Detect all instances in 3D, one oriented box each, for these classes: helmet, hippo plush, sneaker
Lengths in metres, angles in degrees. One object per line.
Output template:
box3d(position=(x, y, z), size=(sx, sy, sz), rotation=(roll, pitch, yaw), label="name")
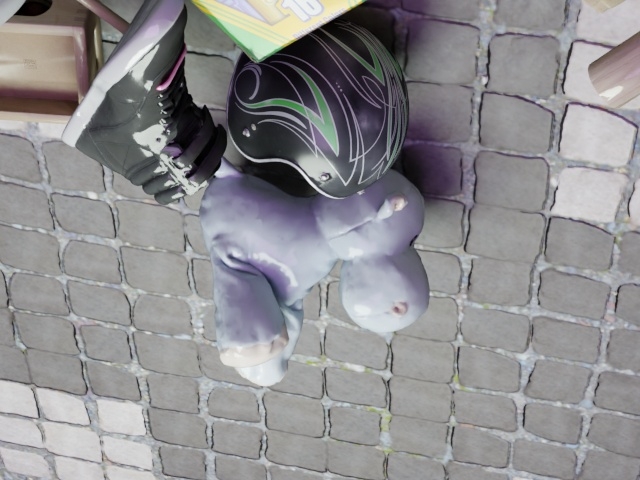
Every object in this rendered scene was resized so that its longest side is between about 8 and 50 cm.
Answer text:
box3d(position=(0.008, -0.131, 1.537), size=(0.161, 0.169, 0.169), rotation=(19, 144, 28), label="helmet")
box3d(position=(0.000, 0.000, 1.706), size=(0.237, 0.234, 0.294), rotation=(-10, 92, 5), label="hippo plush")
box3d(position=(-0.139, -0.131, 1.477), size=(0.147, 0.104, 0.296), rotation=(34, 152, -7), label="sneaker")

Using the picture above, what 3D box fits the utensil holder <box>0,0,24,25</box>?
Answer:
box3d(position=(-0.372, -0.387, 1.266), size=(0.328, 0.327, 0.385), rotation=(18, 138, -1), label="utensil holder")

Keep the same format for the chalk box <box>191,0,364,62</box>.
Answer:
box3d(position=(-0.071, -0.330, 1.332), size=(0.179, 0.180, 0.289), rotation=(-23, 127, 37), label="chalk box")

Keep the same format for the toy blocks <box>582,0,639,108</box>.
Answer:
box3d(position=(0.230, -0.322, 1.170), size=(0.288, 0.309, 0.260), rotation=(32, 130, -32), label="toy blocks")

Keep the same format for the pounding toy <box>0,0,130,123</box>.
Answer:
box3d(position=(-0.253, -0.215, 1.599), size=(0.206, 0.094, 0.181), rotation=(4, 134, 1), label="pounding toy")
